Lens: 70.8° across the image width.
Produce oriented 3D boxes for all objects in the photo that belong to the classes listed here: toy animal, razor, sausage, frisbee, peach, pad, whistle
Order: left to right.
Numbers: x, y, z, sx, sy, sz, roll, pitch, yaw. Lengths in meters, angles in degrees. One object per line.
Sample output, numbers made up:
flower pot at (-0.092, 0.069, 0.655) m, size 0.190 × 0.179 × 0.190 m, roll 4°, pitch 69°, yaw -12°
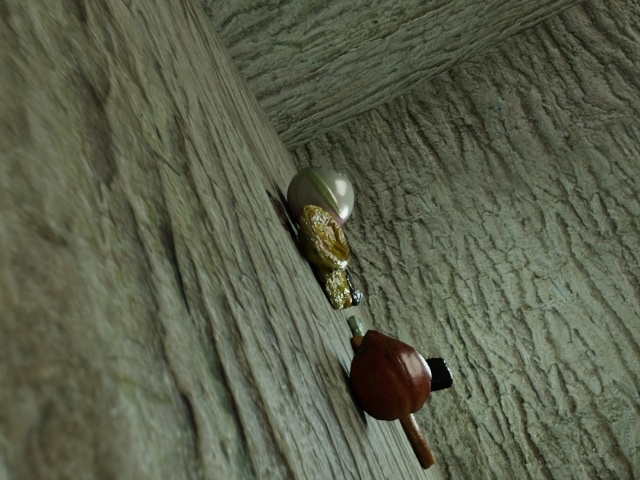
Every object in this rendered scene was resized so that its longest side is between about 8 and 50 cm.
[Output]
pad at (-0.141, -0.096, 1.656) m, size 0.158 × 0.003 × 0.235 m, roll 64°, pitch 4°, yaw 11°
toy animal at (0.133, 0.240, 2.238) m, size 0.146 × 0.115 × 0.245 m, roll 62°, pitch 5°, yaw -20°
whistle at (0.176, 0.417, 2.062) m, size 0.104 × 0.057 × 0.198 m, roll 61°, pitch 3°, yaw -23°
frisbee at (0.240, 0.451, 1.841) m, size 0.251 × 0.021 × 0.251 m, roll 23°, pitch 5°, yaw -2°
peach at (0.192, 0.382, 1.313) m, size 0.232 × 0.232 × 0.256 m, roll 37°, pitch 37°, yaw -81°
razor at (0.432, 0.640, 2.059) m, size 0.189 × 0.327 × 0.107 m, roll -102°, pitch 172°, yaw -75°
sausage at (0.473, 0.975, 2.208) m, size 0.103 × 0.076 × 0.302 m, roll 94°, pitch -29°, yaw -83°

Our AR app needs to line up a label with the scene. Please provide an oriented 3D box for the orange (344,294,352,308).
orange at (0.105, 0.265, 2.004) m, size 0.085 × 0.085 × 0.085 m, roll 63°, pitch 4°, yaw -8°

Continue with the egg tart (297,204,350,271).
egg tart at (0.000, 0.000, 1.732) m, size 0.295 × 0.116 × 0.294 m, roll 44°, pitch 27°, yaw -30°

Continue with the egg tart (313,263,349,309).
egg tart at (0.051, 0.157, 1.865) m, size 0.279 × 0.095 × 0.278 m, roll -25°, pitch 90°, yaw -85°

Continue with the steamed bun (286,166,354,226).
steamed bun at (-0.006, -0.147, 1.941) m, size 0.309 × 0.309 × 0.309 m, roll 63°, pitch 4°, yaw -8°
